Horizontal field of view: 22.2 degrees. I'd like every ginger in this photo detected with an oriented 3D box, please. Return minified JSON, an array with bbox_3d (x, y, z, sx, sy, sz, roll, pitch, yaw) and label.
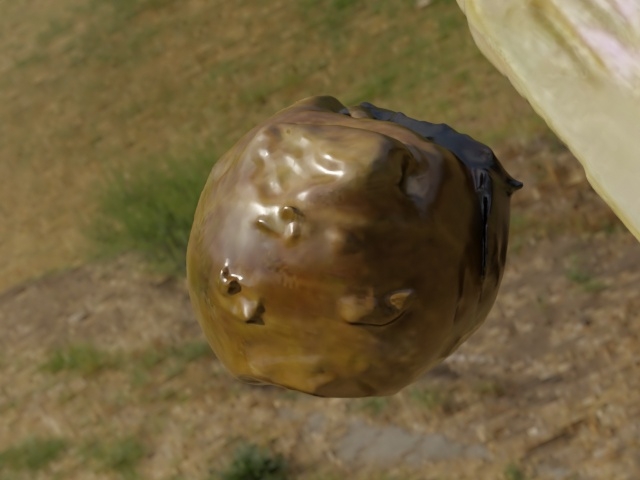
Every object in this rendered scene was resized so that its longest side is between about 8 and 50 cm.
[{"bbox_3d":[-0.001,0.004,1.178,0.223,0.200,0.269,-2,16,-39],"label":"ginger"}]

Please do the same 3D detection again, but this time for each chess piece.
[{"bbox_3d":[0.121,-0.113,0.736,0.137,0.137,0.301,-30,60,-5],"label":"chess piece"}]
